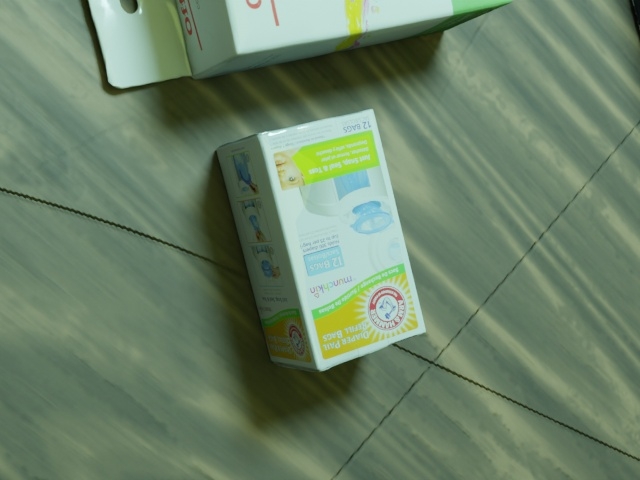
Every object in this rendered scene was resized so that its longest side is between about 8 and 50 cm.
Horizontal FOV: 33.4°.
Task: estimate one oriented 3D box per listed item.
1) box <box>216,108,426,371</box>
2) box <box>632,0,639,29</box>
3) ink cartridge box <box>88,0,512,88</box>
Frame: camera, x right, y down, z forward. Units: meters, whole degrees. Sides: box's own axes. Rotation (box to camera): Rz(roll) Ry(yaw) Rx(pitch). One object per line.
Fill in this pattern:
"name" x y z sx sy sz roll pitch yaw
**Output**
"box" 0.000 0.000 0.931 0.114 0.103 0.203 -16 95 -25
"box" 0.519 -0.303 1.157 0.343 0.179 0.313 -21 99 -25
"ink cartridge box" -0.024 -0.263 0.920 0.353 0.119 0.207 -17 96 -26
